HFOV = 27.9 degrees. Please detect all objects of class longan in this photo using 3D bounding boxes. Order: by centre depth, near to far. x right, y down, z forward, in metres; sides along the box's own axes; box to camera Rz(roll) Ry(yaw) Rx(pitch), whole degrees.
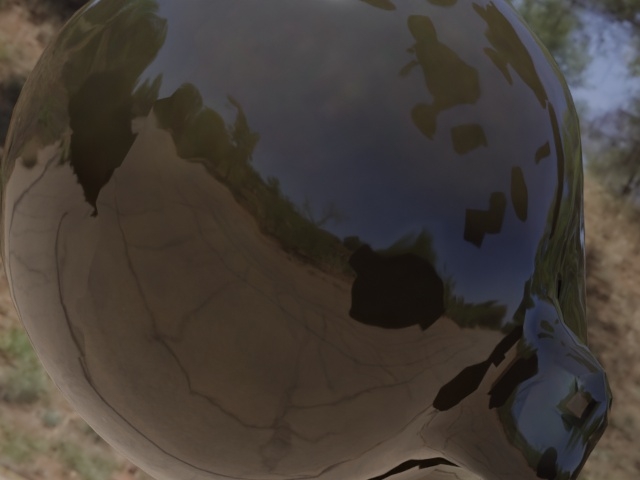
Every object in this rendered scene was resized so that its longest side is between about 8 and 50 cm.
[{"bbox_3d":[0.000,0.000,0.544,0.300,0.243,0.300,38,-5,4],"label":"longan"}]
